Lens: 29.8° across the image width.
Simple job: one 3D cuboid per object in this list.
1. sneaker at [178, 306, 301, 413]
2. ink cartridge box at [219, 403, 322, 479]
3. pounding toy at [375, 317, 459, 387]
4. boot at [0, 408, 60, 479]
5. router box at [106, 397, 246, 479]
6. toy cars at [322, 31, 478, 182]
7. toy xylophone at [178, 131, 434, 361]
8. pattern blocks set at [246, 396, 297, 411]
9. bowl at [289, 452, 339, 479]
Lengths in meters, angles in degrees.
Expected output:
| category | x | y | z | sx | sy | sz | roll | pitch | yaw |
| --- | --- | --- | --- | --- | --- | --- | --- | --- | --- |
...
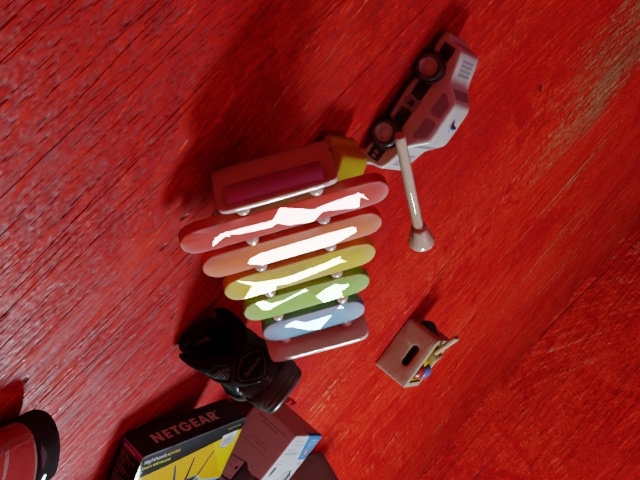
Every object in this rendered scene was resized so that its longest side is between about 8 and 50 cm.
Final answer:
| category | x | y | z | sx | sy | sz | roll | pitch | yaw |
| --- | --- | --- | --- | --- | --- | --- | --- | --- | --- |
| sneaker | -0.106 | 0.134 | 1.434 | 0.087 | 0.130 | 0.227 | -51 | -170 | -7 |
| ink cartridge box | -0.100 | 0.330 | 1.724 | 0.190 | 0.082 | 0.140 | -54 | 162 | 3 |
| pounding toy | 0.193 | 0.207 | 2.253 | 0.141 | 0.100 | 0.130 | -54 | 162 | 8 |
| boot | -0.333 | 0.275 | 1.140 | 0.244 | 0.088 | 0.176 | -62 | 161 | 20 |
| router box | -0.188 | 0.281 | 1.511 | 0.179 | 0.046 | 0.133 | -15 | 136 | -48 |
| toy cars | 0.069 | -0.086 | 1.404 | 0.394 | 0.087 | 0.176 | -43 | 161 | -25 |
| toy xylophone | 0.000 | 0.000 | 1.233 | 0.236 | 0.081 | 0.322 | -20 | 146 | 6 |
| pattern blocks set | -0.158 | 0.316 | 1.732 | 0.285 | 0.026 | 0.325 | -51 | 162 | 0 |
| bowl | -0.040 | 0.577 | 2.308 | 0.311 | 0.163 | 0.311 | -45 | 161 | -21 |
